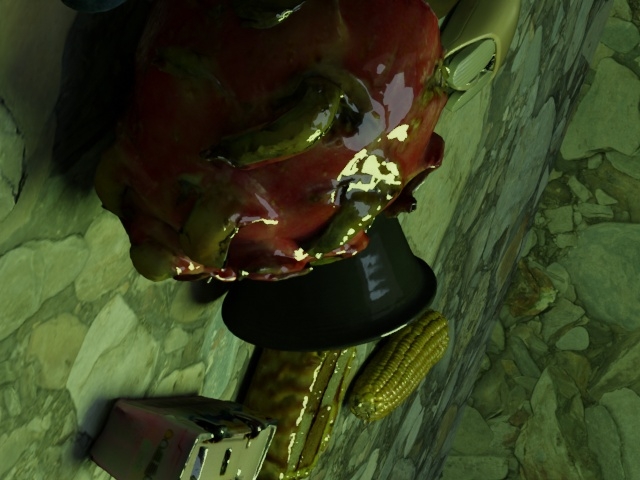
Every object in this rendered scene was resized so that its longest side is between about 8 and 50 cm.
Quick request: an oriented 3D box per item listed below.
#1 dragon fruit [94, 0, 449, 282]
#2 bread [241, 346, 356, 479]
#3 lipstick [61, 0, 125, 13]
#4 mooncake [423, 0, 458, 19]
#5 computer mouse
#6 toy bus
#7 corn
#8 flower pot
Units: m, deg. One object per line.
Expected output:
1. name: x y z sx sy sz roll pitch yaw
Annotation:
1. dragon fruit: -0.048 -0.091 1.004 0.291 0.250 0.269 -51 158 -1
2. bread: -0.035 0.203 1.691 0.222 0.096 0.181 -71 164 7
3. lipstick: -0.152 -0.241 0.785 0.053 0.053 0.234 -57 160 -32
4. mooncake: 0.074 -0.351 1.172 0.290 0.161 0.290 -55 158 -35
5. computer mouse: 0.235 -0.301 1.908 0.236 0.082 0.145 -60 163 -26
6. toy bus: -0.134 0.214 1.352 0.090 0.112 0.274 -67 164 0
7. corn: 0.142 0.216 2.279 0.313 0.102 0.102 -45 153 -54
8. flower pot: 0.000 0.000 1.375 0.235 0.235 0.148 -46 135 -51
